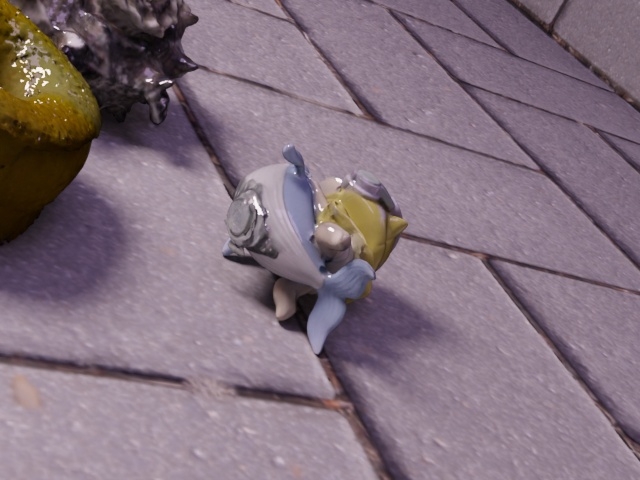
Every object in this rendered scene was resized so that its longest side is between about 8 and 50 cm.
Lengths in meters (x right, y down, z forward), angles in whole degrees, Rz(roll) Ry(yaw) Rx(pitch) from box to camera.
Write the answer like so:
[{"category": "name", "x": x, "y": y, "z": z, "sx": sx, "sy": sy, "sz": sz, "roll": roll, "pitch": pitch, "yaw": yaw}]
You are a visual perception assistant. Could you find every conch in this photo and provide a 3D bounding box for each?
[{"category": "conch", "x": -0.240, "y": -0.257, "z": 1.129, "sx": 0.313, "sy": 0.186, "sz": 0.240, "roll": 45, "pitch": 59, "yaw": -3}]

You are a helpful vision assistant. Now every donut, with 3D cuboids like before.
[{"category": "donut", "x": -0.278, "y": -0.124, "z": 0.877, "sx": 0.272, "sy": 0.107, "sz": 0.272, "roll": 46, "pitch": 19, "yaw": -21}]

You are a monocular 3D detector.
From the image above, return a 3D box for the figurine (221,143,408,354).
[{"category": "figurine", "x": 0.000, "y": 0.000, "z": 1.003, "sx": 0.184, "sy": 0.128, "sz": 0.208, "roll": 16, "pitch": 34, "yaw": -32}]
